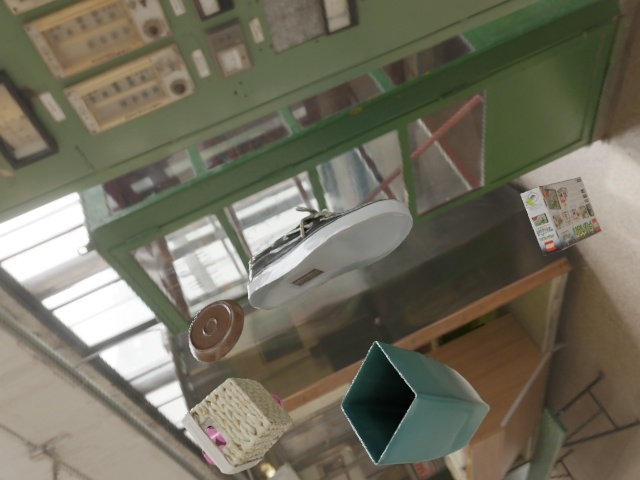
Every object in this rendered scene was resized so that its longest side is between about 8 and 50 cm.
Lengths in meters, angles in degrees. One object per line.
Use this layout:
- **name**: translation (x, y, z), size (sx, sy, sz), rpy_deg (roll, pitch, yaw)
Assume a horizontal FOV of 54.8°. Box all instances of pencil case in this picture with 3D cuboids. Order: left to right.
- **pencil case**: translation (-0.165, 0.407, 1.345), size (0.098, 0.209, 0.095), rpy_deg (-1, -117, -60)

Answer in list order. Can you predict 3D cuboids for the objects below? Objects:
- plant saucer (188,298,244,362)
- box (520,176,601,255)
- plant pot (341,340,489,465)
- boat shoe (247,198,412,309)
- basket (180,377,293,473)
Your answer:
- **plant saucer**: translation (-0.261, 0.215, 1.510), size (0.029, 0.168, 0.168), rpy_deg (44, -168, -45)
- **box**: translation (0.434, -0.048, 1.105), size (0.036, 0.207, 0.114), rpy_deg (-23, 83, 42)
- **plant pot**: translation (0.199, 0.326, 1.213), size (0.234, 0.166, 0.165), rpy_deg (15, -160, -31)
- **boat shoe**: translation (0.003, 0.001, 0.942), size (0.113, 0.306, 0.105), rpy_deg (20, -132, -37)
- **basket**: translation (-0.126, 0.290, 0.990), size (0.113, 0.103, 0.167), rpy_deg (43, 176, 18)
